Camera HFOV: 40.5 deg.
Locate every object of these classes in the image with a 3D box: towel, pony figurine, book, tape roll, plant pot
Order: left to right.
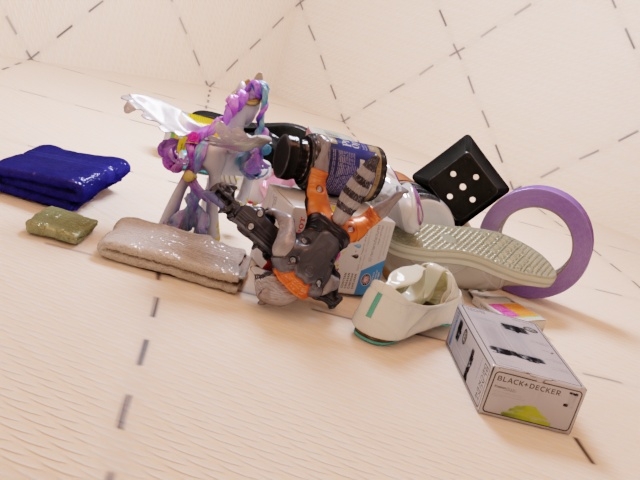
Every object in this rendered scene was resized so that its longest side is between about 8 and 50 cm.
[{"bbox_3d":[-0.570,-0.139,1.897,0.227,0.076,0.308,10,15,4],"label":"towel"},{"bbox_3d":[-0.491,-0.029,1.655,0.110,0.027,0.148,16,14,-4],"label":"towel"},{"bbox_3d":[-0.273,0.022,1.663,0.282,0.049,0.187,15,14,-4],"label":"towel"},{"bbox_3d":[-0.232,-0.182,1.829,0.302,0.364,0.351,22,16,18],"label":"pony figurine"},{"bbox_3d":[0.356,-0.142,2.189,0.188,0.187,0.167,53,9,0],"label":"plant pot"},{"bbox_3d":[0.419,0.161,1.936,0.096,0.035,0.144,4,19,-29],"label":"book"},{"bbox_3d":[0.535,0.002,2.155,0.274,0.275,0.090,21,16,16],"label":"tape roll"}]

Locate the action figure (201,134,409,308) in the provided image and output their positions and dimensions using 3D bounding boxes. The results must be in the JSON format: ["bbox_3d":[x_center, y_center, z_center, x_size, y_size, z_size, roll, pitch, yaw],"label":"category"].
[{"bbox_3d":[-0.036,-0.033,1.577,0.341,0.330,0.178,34,-9,-19],"label":"action figure"}]

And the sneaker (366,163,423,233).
[{"bbox_3d":[0.132,-0.080,1.939,0.152,0.114,0.305,-18,25,-10],"label":"sneaker"}]

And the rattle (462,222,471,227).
[{"bbox_3d":[0.371,0.018,2.333,0.199,0.130,0.143,40,19,-19],"label":"rattle"}]

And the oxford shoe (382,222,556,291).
[{"bbox_3d":[0.334,0.055,2.015,0.449,0.130,0.169,8,32,-17],"label":"oxford shoe"}]

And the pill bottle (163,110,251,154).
[{"bbox_3d":[-0.335,-0.291,2.547,0.245,0.136,0.136,13,15,-11],"label":"pill bottle"}]

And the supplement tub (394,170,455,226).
[{"bbox_3d":[0.190,-0.064,2.187,0.193,0.194,0.316,11,16,-21],"label":"supplement tub"}]

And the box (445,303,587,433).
[{"bbox_3d":[0.333,0.218,1.530,0.169,0.087,0.290,15,15,-8],"label":"box"}]

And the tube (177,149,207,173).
[{"bbox_3d":[-0.302,-0.216,2.467,0.207,0.080,0.052,6,-11,-28],"label":"tube"}]

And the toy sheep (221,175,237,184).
[{"bbox_3d":[-0.244,-0.192,2.395,0.132,0.091,0.091,0,12,11],"label":"toy sheep"}]

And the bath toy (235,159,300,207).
[{"bbox_3d":[-0.086,-0.093,2.135,0.348,0.151,0.129,29,-18,48],"label":"bath toy"}]

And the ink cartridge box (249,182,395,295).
[{"bbox_3d":[0.000,0.000,1.792,0.232,0.171,0.168,8,15,-25],"label":"ink cartridge box"}]

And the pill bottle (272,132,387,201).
[{"bbox_3d":[0.018,-0.156,1.807,0.219,0.123,0.123,9,16,-24],"label":"pill bottle"}]

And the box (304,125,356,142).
[{"bbox_3d":[0.004,-0.164,2.267,0.126,0.232,0.148,13,15,-13],"label":"box"}]

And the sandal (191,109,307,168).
[{"bbox_3d":[-0.212,-0.292,2.725,0.445,0.168,0.107,9,40,0],"label":"sandal"}]

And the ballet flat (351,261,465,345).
[{"bbox_3d":[0.197,0.108,1.699,0.139,0.139,0.400,25,17,28],"label":"ballet flat"}]
